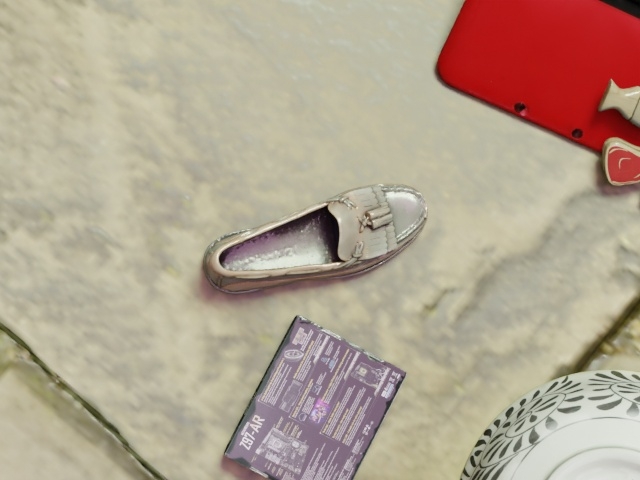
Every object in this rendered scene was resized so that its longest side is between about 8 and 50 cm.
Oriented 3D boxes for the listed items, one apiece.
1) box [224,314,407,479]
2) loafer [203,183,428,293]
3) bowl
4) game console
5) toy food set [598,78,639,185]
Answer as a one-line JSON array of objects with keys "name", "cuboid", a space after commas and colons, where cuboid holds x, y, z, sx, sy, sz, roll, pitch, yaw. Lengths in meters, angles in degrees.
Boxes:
[{"name": "box", "cuboid": [-0.003, 0.091, 0.646, 0.067, 0.018, 0.083, 28, 83, -3]}, {"name": "loafer", "cuboid": [0.000, 0.000, 0.643, 0.125, 0.039, 0.045, -17, 87, -7]}, {"name": "bowl", "cuboid": [0.144, 0.142, 0.598, 0.170, 0.080, 0.170, -3, 76, 13]}, {"name": "game console", "cuboid": [0.154, -0.129, 0.684, 0.144, 0.085, 0.124, 24, 52, -4]}, {"name": "toy food set", "cuboid": [0.207, -0.042, 0.664, 0.122, 0.019, 0.078, 6, 118, -3]}]
